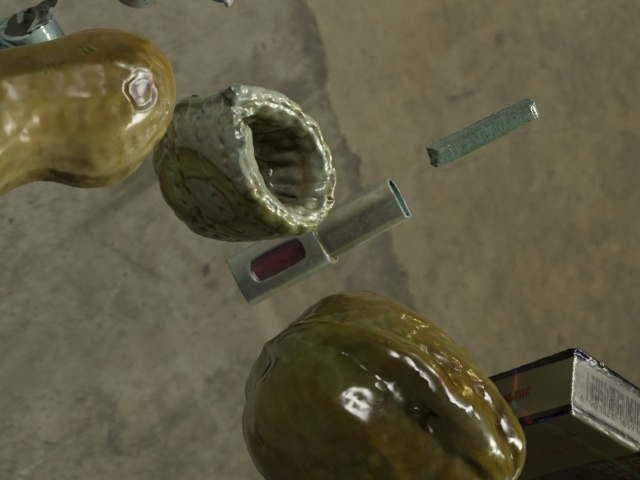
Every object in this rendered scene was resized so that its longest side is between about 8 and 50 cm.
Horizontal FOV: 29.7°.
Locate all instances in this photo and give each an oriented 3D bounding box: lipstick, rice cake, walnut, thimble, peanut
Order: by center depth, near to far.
[{"bbox_3d":[-0.207,-0.086,0.891,0.236,0.110,0.120,-26,108,-38],"label":"peanut"},{"bbox_3d":[0.055,0.185,1.183,0.283,0.283,0.227,59,41,-23],"label":"walnut"},{"bbox_3d":[-0.086,-0.083,1.273,0.190,0.143,0.137,52,54,-34],"label":"thimble"},{"bbox_3d":[0.000,0.000,1.665,0.079,0.253,0.077,64,12,4],"label":"lipstick"},{"bbox_3d":[0.230,-0.154,1.718,0.033,0.170,0.029,60,7,-37],"label":"rice cake"}]

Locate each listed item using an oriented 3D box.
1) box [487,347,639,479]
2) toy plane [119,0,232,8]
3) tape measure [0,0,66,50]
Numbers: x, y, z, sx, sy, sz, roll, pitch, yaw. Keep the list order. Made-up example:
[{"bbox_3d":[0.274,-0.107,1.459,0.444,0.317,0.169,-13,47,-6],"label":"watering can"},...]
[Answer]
[{"bbox_3d":[0.319,0.246,1.411,0.310,0.198,0.084,31,52,-28],"label":"box"},{"bbox_3d":[-0.226,-0.358,1.497,0.267,0.267,0.123,25,89,-43],"label":"toy plane"},{"bbox_3d":[-0.488,-0.235,1.943,0.147,0.275,0.256,-101,166,-50],"label":"tape measure"}]
